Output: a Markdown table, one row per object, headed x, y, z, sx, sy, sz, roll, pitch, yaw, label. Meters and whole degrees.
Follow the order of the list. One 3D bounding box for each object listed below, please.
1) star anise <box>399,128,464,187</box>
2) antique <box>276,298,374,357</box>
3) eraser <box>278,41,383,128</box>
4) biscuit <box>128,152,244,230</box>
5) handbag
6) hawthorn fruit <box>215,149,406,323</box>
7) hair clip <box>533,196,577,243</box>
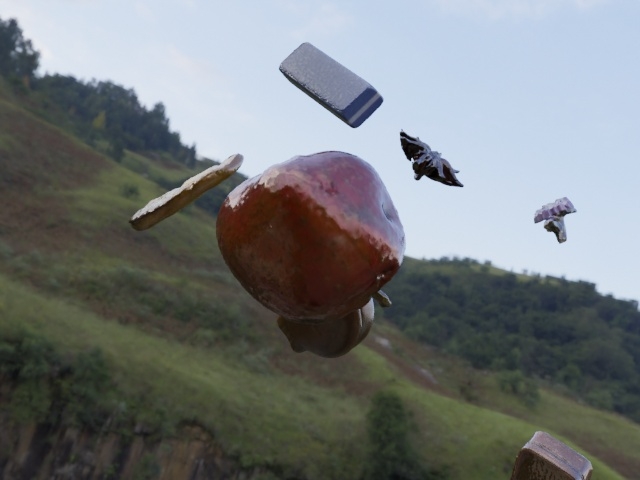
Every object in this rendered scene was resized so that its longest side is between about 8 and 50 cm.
| x | y | z | sx | sy | sz | roll | pitch | yaw | label |
| --- | --- | --- | --- | --- | --- | --- | --- | --- | --- |
| 0.328 | -0.237 | 2.502 | 0.272 | 0.102 | 0.272 | 34 | 23 | -16 | star anise |
| 0.017 | 0.170 | 1.951 | 0.224 | 0.129 | 0.278 | 54 | -47 | 8 | antique |
| 0.016 | -0.292 | 1.486 | 0.225 | 0.082 | 0.036 | 42 | -5 | 36 | eraser |
| -0.303 | -0.099 | 1.768 | 0.299 | 0.154 | 0.045 | -26 | -75 | 29 | biscuit |
| 0.449 | 0.485 | 1.571 | 0.151 | 0.072 | 0.194 | 28 | -52 | 29 | handbag |
| 0.000 | 0.000 | 1.241 | 0.300 | 0.275 | 0.275 | 46 | -17 | -2 | hawthorn fruit |
| 0.587 | -0.059 | 1.995 | 0.106 | 0.085 | 0.292 | -28 | 4 | 18 | hair clip |
